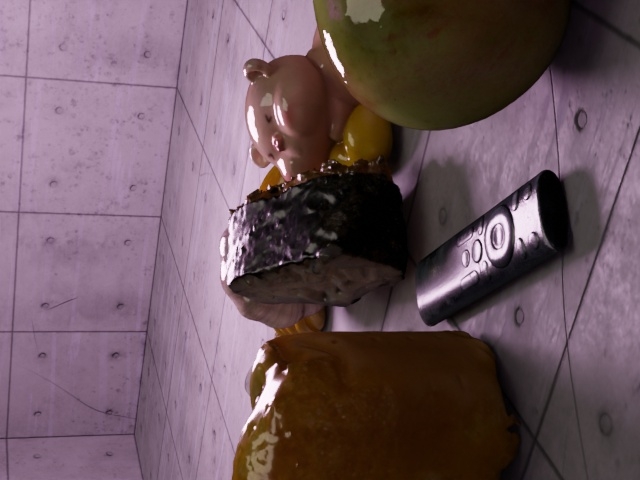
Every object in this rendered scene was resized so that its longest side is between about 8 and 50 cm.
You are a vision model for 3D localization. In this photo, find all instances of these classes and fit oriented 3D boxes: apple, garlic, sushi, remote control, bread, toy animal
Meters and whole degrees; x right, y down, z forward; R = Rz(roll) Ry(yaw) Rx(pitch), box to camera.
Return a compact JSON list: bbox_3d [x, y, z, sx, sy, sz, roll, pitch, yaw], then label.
[{"bbox_3d":[0.151,-0.292,1.272,0.277,0.319,0.319,-13,75,41],"label":"apple"},{"bbox_3d":[-0.091,0.050,2.029,0.253,0.245,0.245,156,114,-68],"label":"garlic"},{"bbox_3d":[0.000,0.000,1.773,0.348,0.234,0.208,-14,65,37],"label":"sushi"},{"bbox_3d":[0.219,0.021,1.430,0.377,0.044,0.107,135,130,-64],"label":"remote control"},{"bbox_3d":[-0.048,0.138,2.150,0.177,0.084,0.119,170,101,-66],"label":"bread"},{"bbox_3d":[0.064,0.300,1.382,0.250,0.394,0.361,8,94,55],"label":"bread"},{"bbox_3d":[-0.010,-0.234,1.808,0.277,0.246,0.345,-111,29,-45],"label":"toy animal"}]

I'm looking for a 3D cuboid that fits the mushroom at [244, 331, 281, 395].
[{"bbox_3d":[-0.097,0.284,2.288,0.116,0.093,0.225,52,129,40],"label":"mushroom"}]

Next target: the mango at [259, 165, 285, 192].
[{"bbox_3d":[-0.063,-0.077,2.145,0.151,0.120,0.221,18,101,47],"label":"mango"}]
